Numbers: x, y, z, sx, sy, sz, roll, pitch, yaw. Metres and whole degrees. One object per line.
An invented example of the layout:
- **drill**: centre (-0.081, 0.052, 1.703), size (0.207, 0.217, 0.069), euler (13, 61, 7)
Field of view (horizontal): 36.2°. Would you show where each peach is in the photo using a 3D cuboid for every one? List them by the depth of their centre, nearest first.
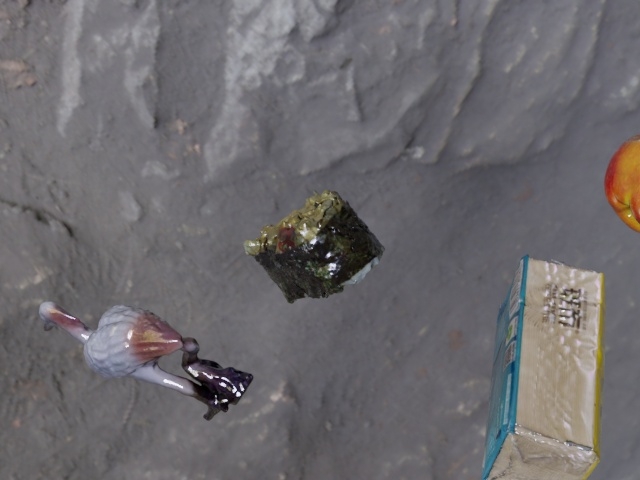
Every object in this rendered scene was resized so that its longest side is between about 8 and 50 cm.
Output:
- **peach**: centre (0.713, -0.121, 2.017), size (0.243, 0.243, 0.199), euler (-41, 161, -6)

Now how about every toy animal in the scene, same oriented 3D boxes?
- **toy animal**: centre (-0.243, 0.130, 1.200), size (0.195, 0.324, 0.090), euler (84, 30, -57)

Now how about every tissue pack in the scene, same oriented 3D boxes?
- **tissue pack**: centre (0.300, 0.185, 1.301), size (0.192, 0.134, 0.271), euler (92, 10, -56)

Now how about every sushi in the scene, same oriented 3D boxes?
- **sushi**: centre (0.000, 0.000, 1.289), size (0.147, 0.212, 0.115), euler (-36, 99, -17)
